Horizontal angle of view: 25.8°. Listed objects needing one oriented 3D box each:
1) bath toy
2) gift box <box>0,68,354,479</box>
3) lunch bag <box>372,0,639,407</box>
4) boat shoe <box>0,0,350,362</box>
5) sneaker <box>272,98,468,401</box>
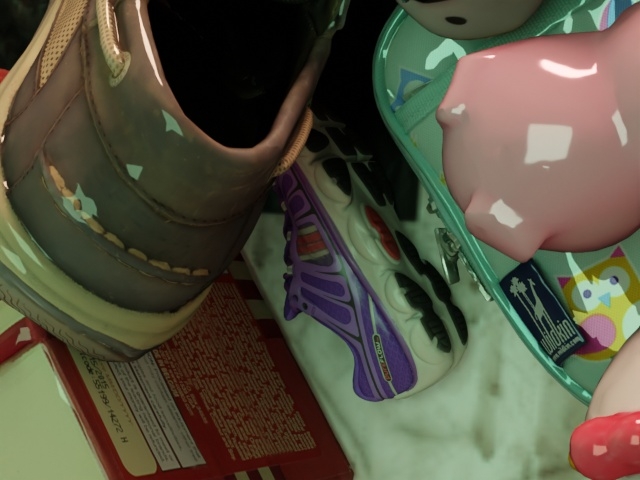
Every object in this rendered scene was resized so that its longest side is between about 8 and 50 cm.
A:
[{"bbox_3d":[0.092,-0.057,0.478,0.151,0.129,0.348,-38,64,54],"label":"bath toy"},{"bbox_3d":[-0.183,0.075,0.623,0.258,0.276,0.255,-34,71,18],"label":"gift box"},{"bbox_3d":[0.164,-0.070,0.575,0.279,0.108,0.224,-36,75,16],"label":"lunch bag"},{"bbox_3d":[-0.037,-0.112,0.572,0.130,0.132,0.355,-35,35,36],"label":"boat shoe"},{"bbox_3d":[0.000,0.000,0.661,0.071,0.068,0.170,-34,75,24],"label":"sneaker"}]
